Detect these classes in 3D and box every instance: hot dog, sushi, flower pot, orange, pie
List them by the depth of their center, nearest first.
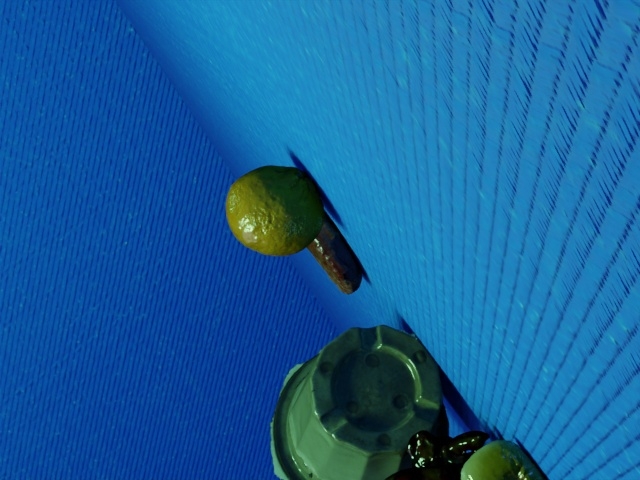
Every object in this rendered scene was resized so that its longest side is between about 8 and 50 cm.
[{"bbox_3d":[0.260,0.344,1.324,0.242,0.084,0.073,56,172,-8],"label":"hot dog"},{"bbox_3d":[0.173,0.356,1.465,0.212,0.215,0.227,56,176,-8],"label":"sushi"},{"bbox_3d":[-0.060,-0.045,1.524,0.135,0.117,0.135,17,-166,-4],"label":"orange"},{"bbox_3d":[0.069,0.257,1.664,0.290,0.290,0.259,53,164,16],"label":"flower pot"},{"bbox_3d":[0.000,0.000,1.691,0.182,0.049,0.182,56,176,6],"label":"pie"}]
